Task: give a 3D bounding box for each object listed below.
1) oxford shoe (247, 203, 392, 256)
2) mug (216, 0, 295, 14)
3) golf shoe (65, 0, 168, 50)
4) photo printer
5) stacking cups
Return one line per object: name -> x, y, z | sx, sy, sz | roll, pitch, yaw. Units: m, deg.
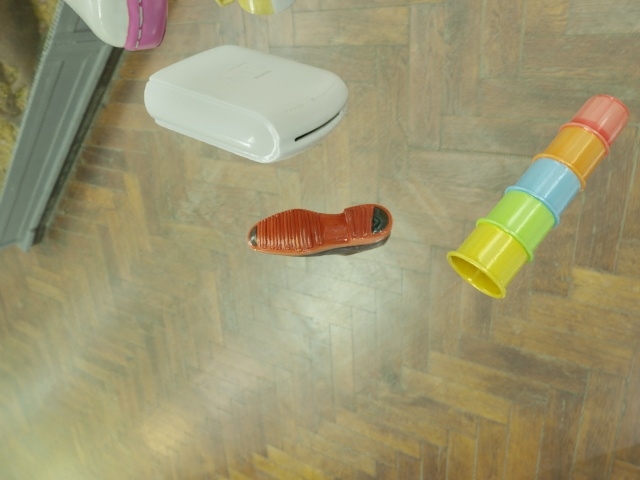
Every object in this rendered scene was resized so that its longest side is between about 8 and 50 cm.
oxford shoe -> 0.000, 0.000, 1.026 | 0.271, 0.097, 0.098 | -3, 151, 4
mug -> -0.055, -0.244, 0.487 | 0.062, 0.078, 0.064 | 25, 160, 16
golf shoe -> -0.195, -0.220, 0.306 | 0.306, 0.140, 0.115 | 56, 149, 14
photo printer -> -0.117, -0.253, 0.985 | 0.307, 0.256, 0.107 | 23, 132, 22
stacking cups -> 0.308, -0.068, 0.758 | 0.096, 0.316, 0.096 | 39, 170, 9
